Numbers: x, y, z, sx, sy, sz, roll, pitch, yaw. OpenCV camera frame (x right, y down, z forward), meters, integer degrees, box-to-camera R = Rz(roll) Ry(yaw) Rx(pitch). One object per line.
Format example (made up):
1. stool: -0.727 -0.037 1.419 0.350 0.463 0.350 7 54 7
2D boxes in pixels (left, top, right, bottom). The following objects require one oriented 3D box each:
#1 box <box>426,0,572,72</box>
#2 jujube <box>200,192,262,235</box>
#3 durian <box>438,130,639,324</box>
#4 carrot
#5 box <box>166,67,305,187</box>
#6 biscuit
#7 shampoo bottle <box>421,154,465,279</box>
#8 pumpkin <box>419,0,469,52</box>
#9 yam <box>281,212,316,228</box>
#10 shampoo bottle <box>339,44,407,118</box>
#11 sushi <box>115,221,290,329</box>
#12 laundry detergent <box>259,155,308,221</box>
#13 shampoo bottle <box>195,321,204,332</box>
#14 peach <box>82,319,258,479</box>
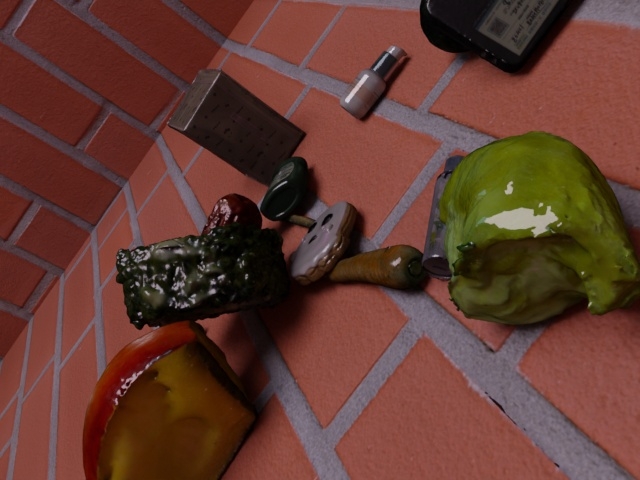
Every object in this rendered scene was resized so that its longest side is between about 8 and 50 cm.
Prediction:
1. box: 0.368 -0.493 1.118 0.350 0.211 0.058 -53 -10 5
2. jujube: -0.218 0.005 1.512 0.230 0.155 0.155 -68 27 12
3. durian: 0.253 -0.024 0.811 0.256 0.204 0.339 -47 27 40
4. carrot: 0.079 0.052 1.137 0.298 0.078 0.078 -10 53 58
5. box: -0.240 -0.312 1.745 0.190 0.297 0.225 -57 29 -2
6. biscuit: 0.000 0.000 1.283 0.181 0.049 0.208 -37 24 41
7. shampoo bottle: 0.213 -0.045 1.026 0.072 0.072 0.214 -22 44 46
8. pumpkin: 0.295 -0.477 1.248 0.212 0.152 0.211 -35 40 37
9. yam: -0.060 -0.048 1.483 0.029 0.027 0.234 -43 25 -17
10. shampoo bottle: 0.126 -0.381 1.490 0.192 0.074 0.074 -51 29 8
11. sushi: -0.245 0.076 1.296 0.352 0.294 0.178 -13 82 14
12. laundry detergent: -0.087 -0.143 1.555 0.144 0.078 0.221 -44 21 22
13. shampoo bottle: -0.370 0.242 1.634 0.208 0.057 0.063 -10 60 55
14. peach: -0.297 0.326 1.200 0.380 0.306 0.242 -58 35 7
